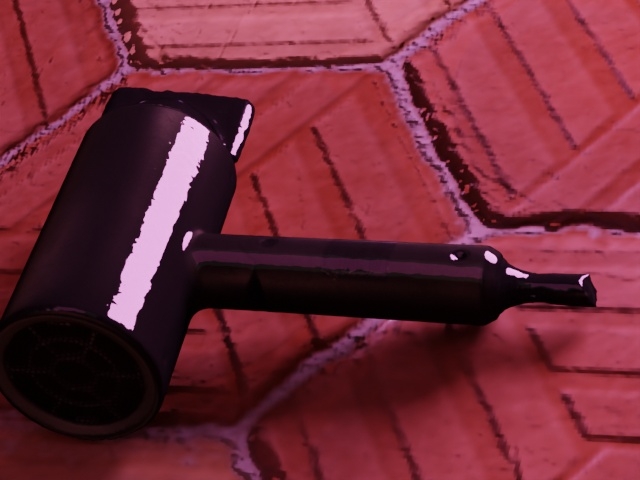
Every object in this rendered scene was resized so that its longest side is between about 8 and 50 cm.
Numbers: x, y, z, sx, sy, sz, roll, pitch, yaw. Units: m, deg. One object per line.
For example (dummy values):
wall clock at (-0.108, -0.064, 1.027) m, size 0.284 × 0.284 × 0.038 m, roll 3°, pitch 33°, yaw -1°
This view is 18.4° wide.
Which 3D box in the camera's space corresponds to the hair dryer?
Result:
hair dryer at (0.000, 0.000, 0.874) m, size 0.248 × 0.078 × 0.195 m, roll 5°, pitch 43°, yaw 11°
